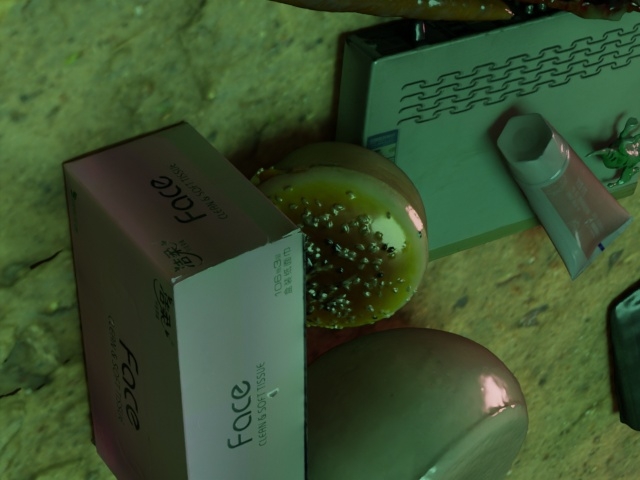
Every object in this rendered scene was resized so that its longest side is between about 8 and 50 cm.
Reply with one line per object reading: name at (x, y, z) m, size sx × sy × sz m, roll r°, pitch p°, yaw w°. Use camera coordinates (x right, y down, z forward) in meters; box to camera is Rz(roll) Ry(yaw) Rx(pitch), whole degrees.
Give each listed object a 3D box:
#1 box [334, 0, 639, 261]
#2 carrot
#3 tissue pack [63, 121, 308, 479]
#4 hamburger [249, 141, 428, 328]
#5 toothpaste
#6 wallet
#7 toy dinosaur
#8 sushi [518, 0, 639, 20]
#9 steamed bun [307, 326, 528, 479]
box at (0.126, -0.086, 1.178) m, size 0.270 × 0.045 × 0.211 m, roll -18°, pitch 132°, yaw -28°
carrot at (0.035, -0.156, 1.032) m, size 0.216 × 0.048 × 0.048 m, roll 7°, pitch 117°, yaw -35°
tissue pack at (-0.083, 0.070, 1.055) m, size 0.092 × 0.148 × 0.246 m, roll -21°, pitch 131°, yaw -25°
hamburger at (0.000, 0.000, 1.086) m, size 0.081 × 0.141 × 0.126 m, roll -65°, pitch 172°, yaw -52°
toothpaste at (0.177, -0.031, 1.205) m, size 0.067 × 0.043 × 0.194 m, roll -46°, pitch 145°, yaw -1°
wallet at (0.362, 0.061, 1.493) m, size 0.245 × 0.052 × 0.168 m, roll -29°, pitch 133°, yaw -15°
toy dinosaur at (0.213, -0.058, 1.225) m, size 0.083 × 0.021 × 0.062 m, roll -21°, pitch 147°, yaw -28°
sushi at (0.091, -0.215, 0.989) m, size 0.332 × 0.124 × 0.130 m, roll 5°, pitch 108°, yaw -43°
steamed bun at (0.034, 0.156, 1.214) m, size 0.232 × 0.145 × 0.232 m, roll -42°, pitch 158°, yaw -22°
